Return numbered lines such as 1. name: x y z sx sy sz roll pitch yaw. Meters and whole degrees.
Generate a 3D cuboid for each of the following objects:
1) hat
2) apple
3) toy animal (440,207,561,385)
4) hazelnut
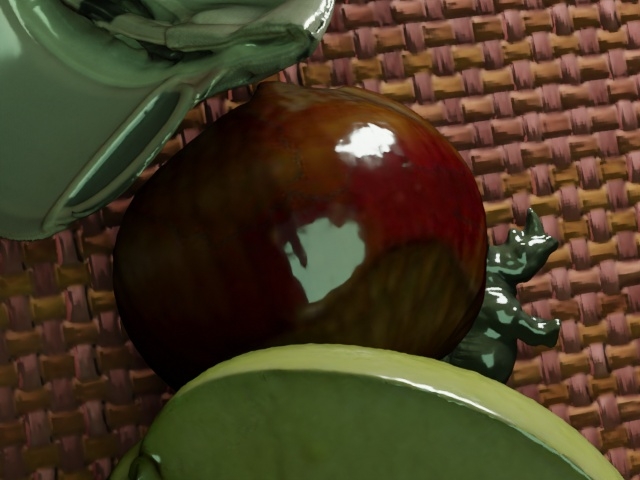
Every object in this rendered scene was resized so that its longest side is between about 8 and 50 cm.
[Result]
1. hat: -0.119 -0.113 0.939 0.219 0.164 0.226 43 114 9
2. apple: 0.000 0.192 0.811 0.258 0.233 0.295 37 77 -4
3. toy animal: 0.102 0.046 0.996 0.065 0.047 0.135 16 84 -5
4. hazelnut: 0.000 0.008 0.928 0.202 0.160 0.170 -10 115 -53
